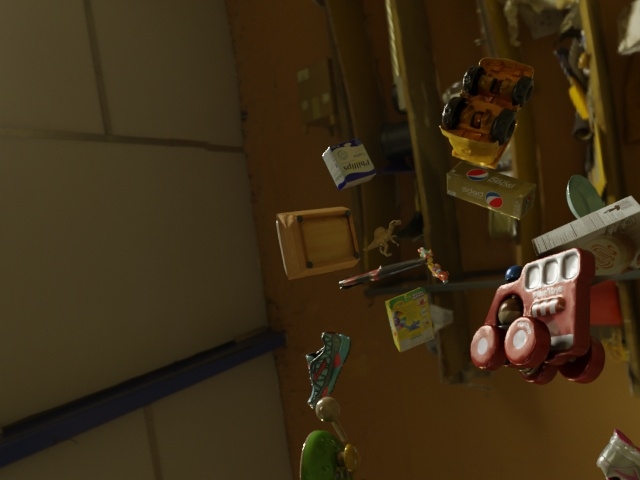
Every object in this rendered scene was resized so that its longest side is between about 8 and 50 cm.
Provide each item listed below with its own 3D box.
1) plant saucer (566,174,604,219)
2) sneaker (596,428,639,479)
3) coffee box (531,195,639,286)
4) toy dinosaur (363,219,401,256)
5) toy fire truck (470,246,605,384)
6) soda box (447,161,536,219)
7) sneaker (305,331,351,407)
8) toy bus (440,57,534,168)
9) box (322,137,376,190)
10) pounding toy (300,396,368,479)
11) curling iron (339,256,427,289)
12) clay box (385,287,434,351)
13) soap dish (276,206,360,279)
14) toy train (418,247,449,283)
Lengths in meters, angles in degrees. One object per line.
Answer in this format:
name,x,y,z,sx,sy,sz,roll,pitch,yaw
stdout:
plant saucer,0.870,-0.122,1.810,0.195,0.037,0.195,14,-118,-29
sneaker,0.760,0.565,1.339,0.252,0.111,0.103,40,-171,-21
coffee box,0.659,0.019,1.307,0.141,0.246,0.098,55,-156,-15
toy dinosaur,0.198,0.005,1.765,0.183,0.053,0.092,-40,-68,-28
toy fire truck,0.458,0.164,1.167,0.169,0.302,0.254,18,-110,-14
soda box,0.367,-0.111,1.181,0.061,0.181,0.058,-39,-42,-29
sneaker,0.002,0.422,1.809,0.104,0.125,0.262,127,167,-88
toy bus,0.396,-0.276,1.267,0.220,0.149,0.211,-59,-31,-11
box,0.096,-0.251,1.798,0.126,0.072,0.137,-21,-100,-27
pounding toy,0.050,0.454,1.110,0.237,0.110,0.183,-77,-32,-49
curling iron,0.162,0.084,1.462,0.068,0.274,0.035,-26,-87,-54
clay box,0.288,0.247,1.763,0.127,0.053,0.222,-21,-59,-8
soap dish,0.000,0.000,1.906,0.291,0.118,0.229,-9,-93,-36
toy train,0.452,0.090,2.145,0.166,0.046,0.125,57,175,5
